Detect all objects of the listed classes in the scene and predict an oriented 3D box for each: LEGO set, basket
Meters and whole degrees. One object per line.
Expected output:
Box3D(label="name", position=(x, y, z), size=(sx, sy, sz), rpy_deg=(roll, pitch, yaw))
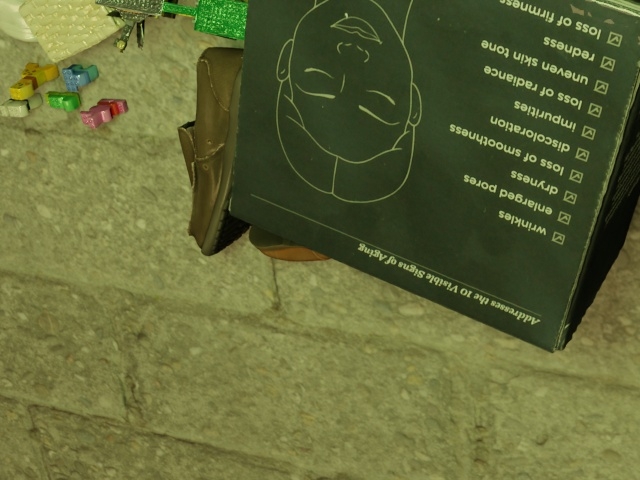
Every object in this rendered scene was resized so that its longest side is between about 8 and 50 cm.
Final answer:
Box3D(label="LEGO set", position=(-0.147, -0.379, 1.773), size=(0.331, 0.192, 0.255), rpy_deg=(4, 95, 12))
Box3D(label="basket", position=(-0.348, -0.348, 1.927), size=(0.167, 0.103, 0.113), rpy_deg=(-18, 112, 37))
Box3D(label="LEGO set", position=(-0.432, -0.230, 2.068), size=(0.227, 0.093, 0.087), rpy_deg=(6, 124, 27))

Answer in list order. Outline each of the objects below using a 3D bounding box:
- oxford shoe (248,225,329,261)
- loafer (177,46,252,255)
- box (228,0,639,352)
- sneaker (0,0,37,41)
Box3D(label="oxford shoe", position=(0.000, 0.000, 2.009), size=(0.212, 0.076, 0.076), rpy_deg=(3, 153, 26))
Box3D(label="loafer", position=(-0.144, -0.141, 1.955), size=(0.130, 0.134, 0.366), rpy_deg=(32, 128, 22))
Box3D(label="box", position=(0.170, -0.194, 1.595), size=(0.480, 0.297, 0.471), rpy_deg=(23, 129, 18))
Box3D(label="sneaker", position=(-0.513, -0.380, 2.033), size=(0.212, 0.080, 0.094), rpy_deg=(16, 117, 12))
